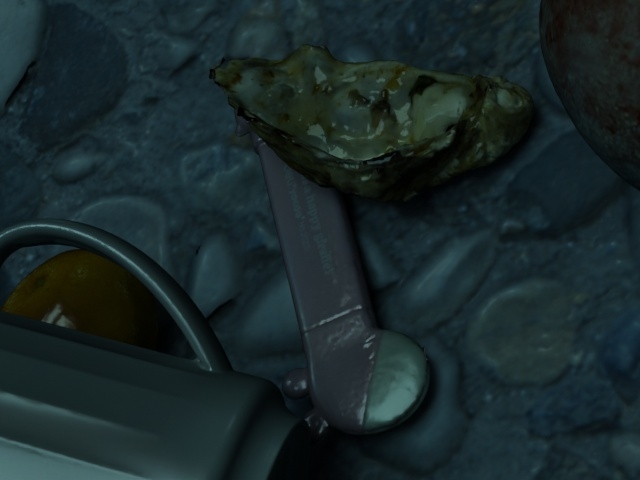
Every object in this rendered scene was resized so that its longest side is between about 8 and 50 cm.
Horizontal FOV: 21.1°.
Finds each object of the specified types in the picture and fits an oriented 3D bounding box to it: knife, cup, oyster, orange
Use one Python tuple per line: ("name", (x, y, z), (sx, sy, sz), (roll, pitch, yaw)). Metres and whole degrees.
("knife", (0.000, 0.000, 1.530), (0.132, 0.038, 0.398), (-23, 58, 13))
("cup", (-0.181, 0.155, 1.391), (0.327, 0.237, 0.323), (13, 91, 12))
("oyster", (0.034, -0.112, 1.519), (0.294, 0.094, 0.166), (26, 62, 37))
("orange", (-0.220, 0.084, 1.573), (0.155, 0.134, 0.154), (-33, 20, 14))

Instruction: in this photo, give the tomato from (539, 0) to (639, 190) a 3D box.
("tomato", (0.311, -0.163, 1.230), (0.282, 0.317, 0.316), (-51, 49, 31))
